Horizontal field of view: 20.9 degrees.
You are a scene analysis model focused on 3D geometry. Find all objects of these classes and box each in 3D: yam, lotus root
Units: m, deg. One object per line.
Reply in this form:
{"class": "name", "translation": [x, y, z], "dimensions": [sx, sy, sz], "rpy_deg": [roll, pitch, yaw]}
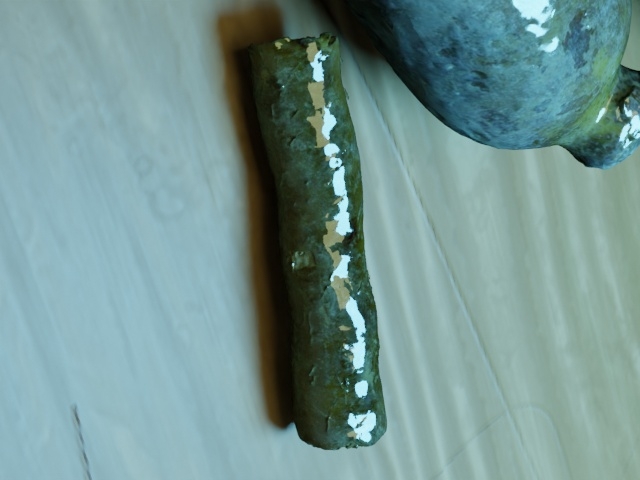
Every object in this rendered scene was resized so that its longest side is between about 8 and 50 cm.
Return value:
{"class": "yam", "translation": [0.000, 0.000, 1.022], "dimensions": [0.061, 0.061, 0.252], "rpy_deg": [-20, 110, -38]}
{"class": "lotus root", "translation": [0.082, -0.166, 0.986], "dimensions": [0.175, 0.175, 0.349], "rpy_deg": [-50, 126, -23]}
